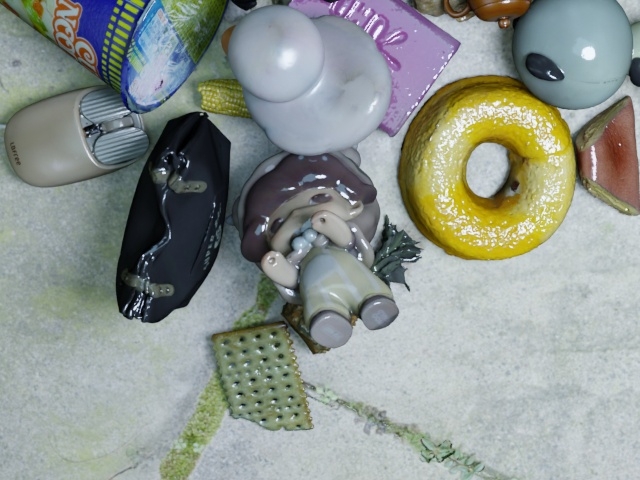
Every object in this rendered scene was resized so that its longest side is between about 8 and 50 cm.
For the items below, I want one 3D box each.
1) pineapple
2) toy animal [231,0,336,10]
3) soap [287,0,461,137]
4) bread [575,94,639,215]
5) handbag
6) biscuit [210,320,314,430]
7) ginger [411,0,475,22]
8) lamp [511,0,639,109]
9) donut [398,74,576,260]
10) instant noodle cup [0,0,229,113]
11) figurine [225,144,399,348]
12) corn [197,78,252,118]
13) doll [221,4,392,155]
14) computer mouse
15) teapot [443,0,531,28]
[{"bbox_3d":[0.059,0.075,1.485,0.251,0.125,0.125,-41,94,-2],"label":"pineapple"},{"bbox_3d":[-0.036,-0.399,1.326,0.225,0.121,0.093,-1,86,15],"label":"toy animal"},{"bbox_3d":[0.063,-0.307,1.430,0.259,0.081,0.181,36,99,-2],"label":"soap"},{"bbox_3d":[0.445,-0.128,1.432,0.119,0.067,0.192,-7,97,-27],"label":"bread"},{"bbox_3d":[-0.226,-0.026,1.387,0.152,0.288,0.342,15,100,-3],"label":"handbag"},{"bbox_3d":[-0.100,0.236,1.542,0.144,0.016,0.203,-10,107,7],"label":"biscuit"},{"bbox_3d":[0.199,-0.402,1.412,0.213,0.074,0.137,-12,84,1],"label":"ginger"},{"bbox_3d":[0.406,-0.283,1.360,0.244,0.198,0.197,6,99,-5],"label":"lamp"},{"bbox_3d":[0.266,-0.107,1.435,0.303,0.110,0.302,0,99,3],"label":"donut"},{"bbox_3d":[-0.333,-0.384,1.367,0.312,0.284,0.284,31,99,7],"label":"instant noodle cup"},{"bbox_3d":[0.000,0.000,1.360,0.248,0.380,0.203,-35,128,9],"label":"figurine"},{"bbox_3d":[-0.093,-0.224,1.459,0.207,0.067,0.067,4,99,3],"label":"corn"},{"bbox_3d":[-0.023,-0.238,1.290,0.251,0.221,0.221,27,99,11],"label":"doll"},{"bbox_3d":[-0.396,-0.167,1.480,0.237,0.082,0.145,-13,97,6],"label":"computer mouse"},{"bbox_3d":[0.255,-0.360,1.329,0.173,0.116,0.116,-5,100,35],"label":"teapot"}]
